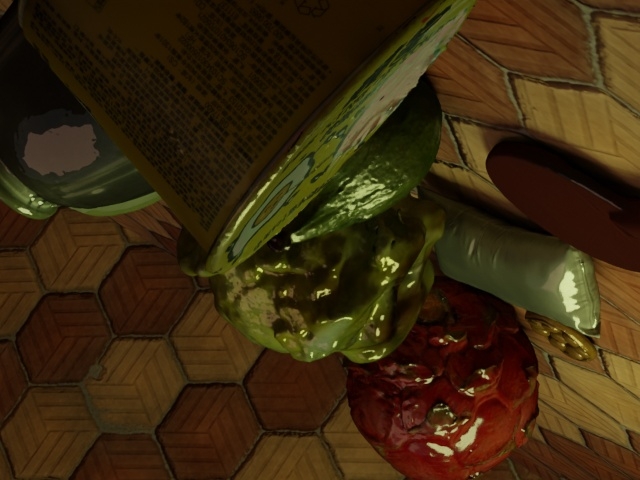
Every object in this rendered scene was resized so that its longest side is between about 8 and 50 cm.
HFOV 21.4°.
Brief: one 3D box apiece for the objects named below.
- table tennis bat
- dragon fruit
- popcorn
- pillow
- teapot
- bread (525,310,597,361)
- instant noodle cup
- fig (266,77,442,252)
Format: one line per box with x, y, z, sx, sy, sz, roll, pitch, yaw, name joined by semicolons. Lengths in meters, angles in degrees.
0.269;-0.027;1.648;0.200;0.038;0.310;38;170;-21;table tennis bat
0.169;0.198;2.340;0.277;0.277;0.342;27;158;34;dragon fruit
-0.012;-0.014;1.938;0.312;0.312;0.312;33;170;7;popcorn
0.213;0.018;1.930;0.254;0.078;0.144;24;154;45;pillow
-0.217;-0.140;1.639;0.239;0.239;0.321;56;-165;-1;teapot
0.316;0.124;2.227;0.110;0.024;0.110;33;169;8;bread
-0.066;-0.171;1.340;0.254;0.325;0.325;42;170;5;instant noodle cup
0.004;-0.083;1.676;0.203;0.235;0.203;29;167;7;fig
